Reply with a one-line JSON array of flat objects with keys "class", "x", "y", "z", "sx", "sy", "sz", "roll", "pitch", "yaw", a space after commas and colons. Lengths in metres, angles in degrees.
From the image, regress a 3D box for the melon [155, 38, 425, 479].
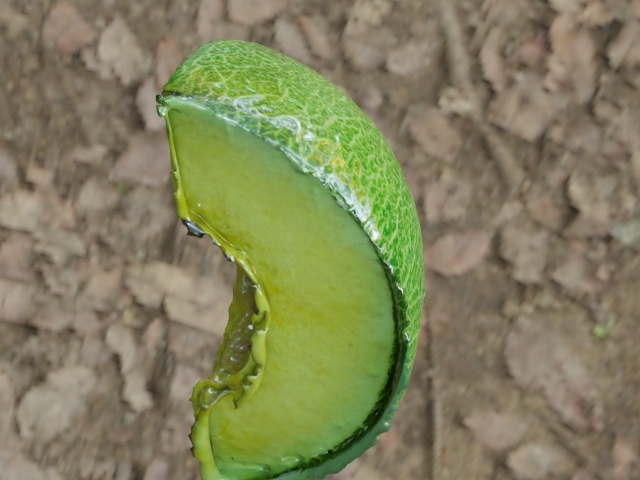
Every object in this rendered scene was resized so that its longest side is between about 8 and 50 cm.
[{"class": "melon", "x": 0.000, "y": 0.000, "z": 1.068, "sx": 0.129, "sy": 0.265, "sz": 0.169, "roll": 4, "pitch": 36, "yaw": 12}]
